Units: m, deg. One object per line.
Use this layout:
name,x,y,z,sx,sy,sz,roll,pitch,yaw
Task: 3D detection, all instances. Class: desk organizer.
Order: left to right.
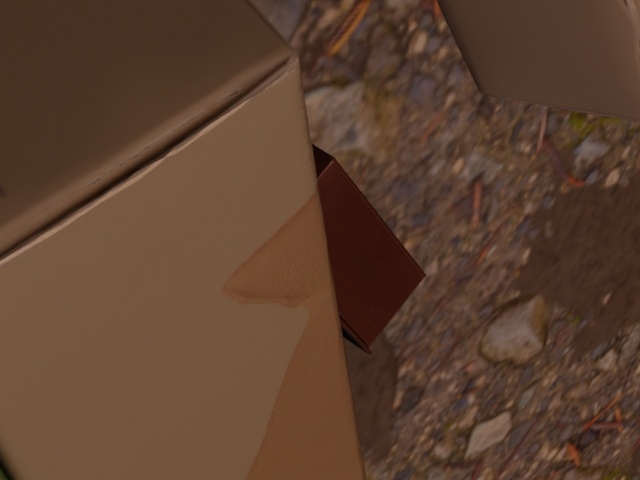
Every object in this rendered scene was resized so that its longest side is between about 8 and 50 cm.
desk organizer,0.000,0.000,0.858,0.050,0.047,0.130,-51,146,-7

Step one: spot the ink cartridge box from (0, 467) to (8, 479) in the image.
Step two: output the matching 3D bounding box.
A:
ink cartridge box,-0.214,-0.035,0.430,0.119,0.207,0.353,-39,144,-17

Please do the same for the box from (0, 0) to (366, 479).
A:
box,-0.078,0.020,0.611,0.121,0.148,0.311,-33,152,-15

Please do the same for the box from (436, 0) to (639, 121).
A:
box,0.151,-0.181,0.721,0.275,0.094,0.113,-52,134,-27
